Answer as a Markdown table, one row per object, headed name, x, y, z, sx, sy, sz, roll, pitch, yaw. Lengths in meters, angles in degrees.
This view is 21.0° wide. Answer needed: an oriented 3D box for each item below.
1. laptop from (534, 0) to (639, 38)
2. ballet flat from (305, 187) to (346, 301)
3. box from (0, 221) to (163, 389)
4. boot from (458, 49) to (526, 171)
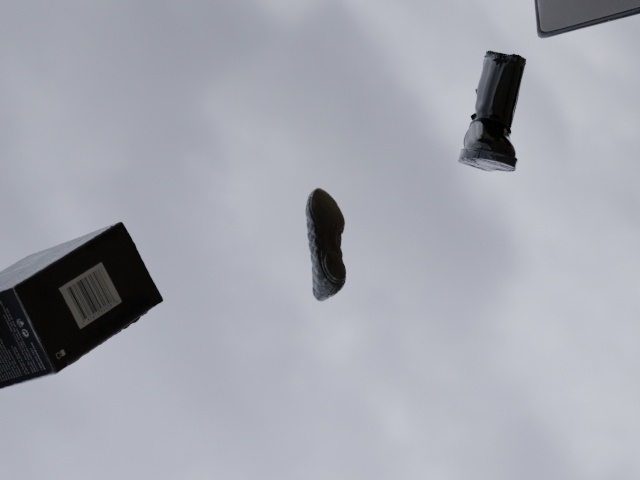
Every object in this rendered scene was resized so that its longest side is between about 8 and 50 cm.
| name | x | y | z | sx | sy | sz | roll | pitch | yaw |
| --- | --- | --- | --- | --- | --- | --- | --- | --- | --- |
| laptop | 0.371 | -0.467 | 1.762 | 0.236 | 0.408 | 0.382 | 53 | -150 | -50 |
| ballet flat | 0.000 | 0.000 | 2.137 | 0.057 | 0.049 | 0.173 | 25 | -142 | -26 |
| box | -0.266 | 0.067 | 1.647 | 0.156 | 0.158 | 0.093 | -35 | -78 | -46 |
| boot | 0.149 | -0.109 | 1.448 | 0.045 | 0.099 | 0.121 | 16 | -179 | -5 |
